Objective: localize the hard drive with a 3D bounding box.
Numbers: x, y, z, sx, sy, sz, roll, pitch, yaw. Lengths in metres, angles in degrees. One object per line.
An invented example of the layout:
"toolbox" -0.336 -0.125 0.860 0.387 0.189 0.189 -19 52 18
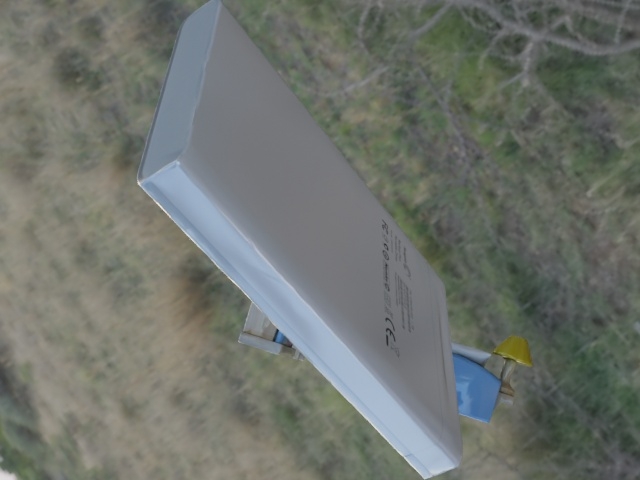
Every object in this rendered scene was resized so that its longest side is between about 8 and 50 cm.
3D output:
"hard drive" 0.000 0.000 0.833 0.353 0.047 0.233 50 -155 -31

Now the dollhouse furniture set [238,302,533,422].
"dollhouse furniture set" 0.094 0.075 1.208 0.303 0.198 0.286 18 174 7
